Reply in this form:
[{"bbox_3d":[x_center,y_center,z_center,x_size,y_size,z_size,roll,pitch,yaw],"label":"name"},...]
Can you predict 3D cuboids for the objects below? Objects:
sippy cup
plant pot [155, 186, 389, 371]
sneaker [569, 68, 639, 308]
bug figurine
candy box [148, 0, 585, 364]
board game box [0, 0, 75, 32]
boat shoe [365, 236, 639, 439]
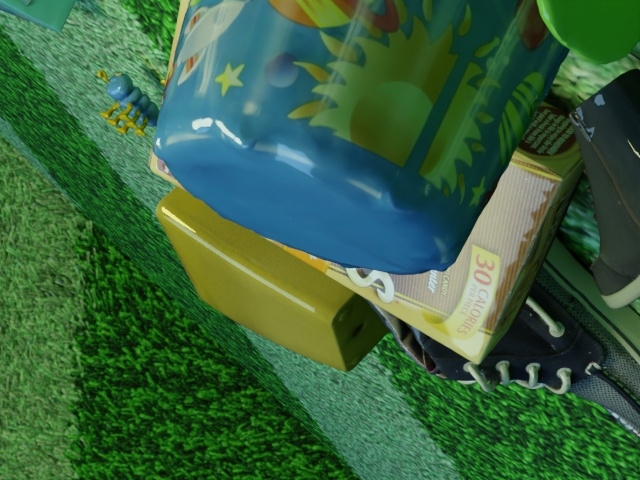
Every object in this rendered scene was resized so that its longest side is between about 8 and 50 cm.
[{"bbox_3d":[0.027,-0.110,0.641,0.240,0.224,0.305,20,165,4],"label":"sippy cup"},{"bbox_3d":[0.000,0.000,1.173,0.187,0.212,0.212,40,165,23],"label":"plant pot"},{"bbox_3d":[0.211,-0.034,0.810,0.118,0.083,0.222,55,168,12],"label":"sneaker"},{"bbox_3d":[-0.165,-0.139,1.539,0.216,0.072,0.279,46,162,-31],"label":"bug figurine"},{"bbox_3d":[0.029,-0.067,0.921,0.316,0.087,0.183,31,131,17],"label":"candy box"},{"bbox_3d":[-0.496,-0.384,1.500,0.336,0.079,0.253,26,180,-44],"label":"board game box"},{"bbox_3d":[0.175,0.092,1.057,0.340,0.158,0.127,46,166,-3],"label":"boat shoe"}]
